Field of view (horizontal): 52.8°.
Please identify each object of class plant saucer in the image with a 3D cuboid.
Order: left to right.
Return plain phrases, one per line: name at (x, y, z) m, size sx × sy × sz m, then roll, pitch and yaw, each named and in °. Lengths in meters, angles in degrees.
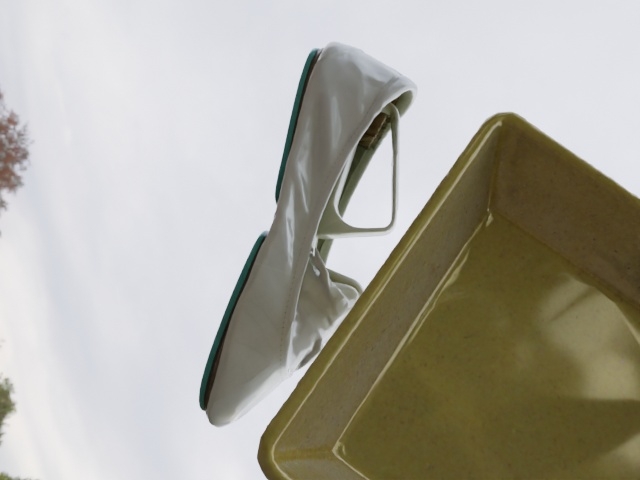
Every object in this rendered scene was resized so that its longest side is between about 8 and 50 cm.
plant saucer at (0.175, 0.119, 0.457) m, size 0.333 × 0.333 × 0.081 m, roll 36°, pitch -25°, yaw 6°

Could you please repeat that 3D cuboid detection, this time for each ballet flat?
ballet flat at (0.000, 0.000, 0.625) m, size 0.139 × 0.139 × 0.400 m, roll 9°, pitch -101°, yaw 51°
